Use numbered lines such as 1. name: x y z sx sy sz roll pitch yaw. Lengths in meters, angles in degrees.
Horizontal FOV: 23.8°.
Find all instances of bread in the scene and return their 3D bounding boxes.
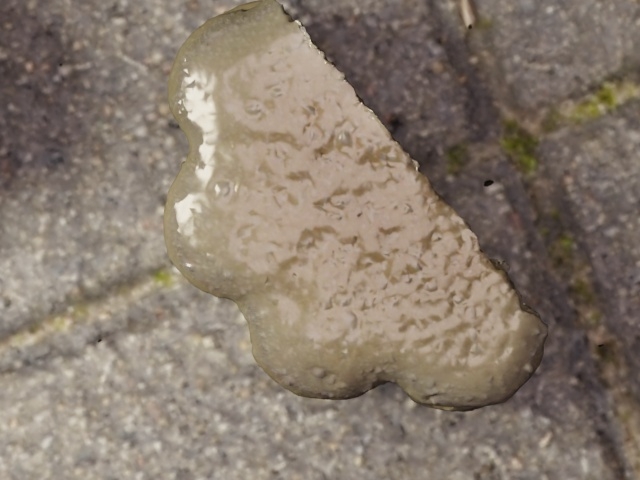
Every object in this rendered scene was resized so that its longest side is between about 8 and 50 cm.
1. bread: 0.002 -0.002 1.070 0.183 0.102 0.337 -38 91 6
